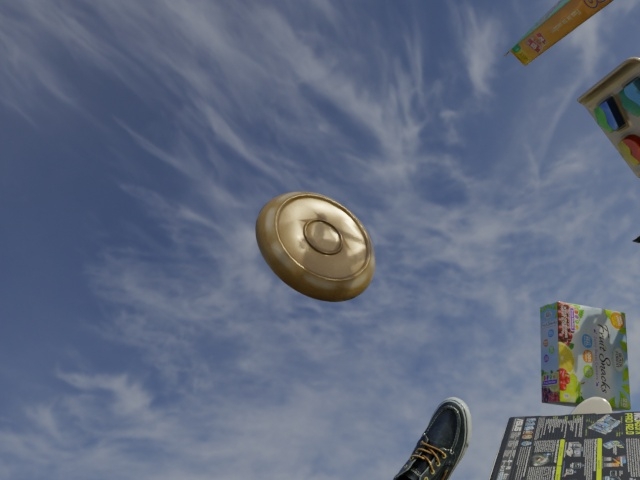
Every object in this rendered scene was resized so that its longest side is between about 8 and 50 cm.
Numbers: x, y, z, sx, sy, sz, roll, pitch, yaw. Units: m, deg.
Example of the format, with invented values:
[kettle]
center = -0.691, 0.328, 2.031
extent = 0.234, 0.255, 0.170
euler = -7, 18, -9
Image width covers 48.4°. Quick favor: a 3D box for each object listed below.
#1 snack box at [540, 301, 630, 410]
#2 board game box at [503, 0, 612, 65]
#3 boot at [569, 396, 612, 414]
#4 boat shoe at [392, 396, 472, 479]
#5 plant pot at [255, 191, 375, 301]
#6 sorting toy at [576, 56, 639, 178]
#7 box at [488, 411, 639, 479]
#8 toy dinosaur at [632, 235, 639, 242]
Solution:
[snack box]
center = 0.552, 0.244, 1.488
extent = 0.174, 0.207, 0.070
euler = 11, -18, -16
[board game box]
center = 0.304, -0.277, 0.773
extent = 0.124, 0.039, 0.259
euler = -45, 6, -17
[boot]
center = 0.450, 0.364, 1.263
extent = 0.190, 0.069, 0.086
euler = -56, -19, -7
[boat shoe]
center = 0.157, 0.313, 1.012
extent = 0.083, 0.065, 0.183
euler = 15, -85, -55
[plant pot]
center = 0.000, 0.000, 1.260
extent = 0.236, 0.236, 0.032
euler = -2, -33, -32
[sorting toy]
center = 0.571, -0.209, 1.282
extent = 0.038, 0.208, 0.193
euler = -38, -4, -14
[box]
center = 0.349, 0.312, 0.960
extent = 0.216, 0.060, 0.270
euler = -8, 6, 23
[toy dinosaur]
center = 0.780, 0.023, 1.450
extent = 0.322, 0.218, 0.164
euler = -24, -24, -51
